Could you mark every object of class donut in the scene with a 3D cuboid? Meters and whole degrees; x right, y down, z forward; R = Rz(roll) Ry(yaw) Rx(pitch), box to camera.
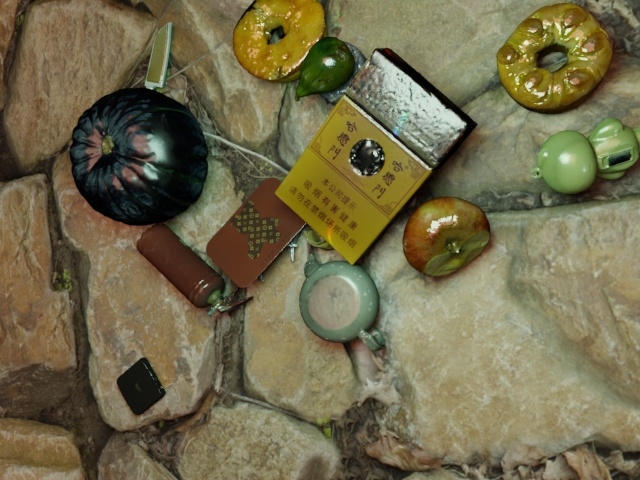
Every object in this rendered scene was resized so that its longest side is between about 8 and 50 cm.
[{"bbox_3d":[0.493,-0.379,1.230,0.227,0.114,0.226,-1,87,20],"label":"donut"},{"bbox_3d":[-0.098,-0.517,1.461,0.254,0.118,0.253,-1,88,23],"label":"donut"}]

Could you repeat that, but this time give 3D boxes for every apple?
[{"bbox_3d":[0.268,-0.014,1.266,0.195,0.173,0.160,-36,78,11],"label":"apple"}]

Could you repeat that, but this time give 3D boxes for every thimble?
[{"bbox_3d":[0.048,-0.404,1.409,0.150,0.098,0.150,-2,86,21],"label":"thimble"}]

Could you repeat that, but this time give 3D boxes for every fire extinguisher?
[{"bbox_3d":[-0.325,0.079,1.531,0.337,0.106,0.147,39,78,17],"label":"fire extinguisher"}]

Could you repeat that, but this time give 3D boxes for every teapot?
[{"bbox_3d":[0.047,0.144,1.369,0.193,0.129,0.294,-45,75,13],"label":"teapot"}]

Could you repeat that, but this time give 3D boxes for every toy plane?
[{"bbox_3d":[-0.156,-0.012,1.488,0.226,0.058,0.226,16,94,24],"label":"toy plane"}]

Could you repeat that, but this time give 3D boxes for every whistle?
[{"bbox_3d":[0.578,-0.190,1.200,0.294,0.141,0.141,-23,79,-1],"label":"whistle"}]

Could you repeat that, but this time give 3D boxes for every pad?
[{"bbox_3d":[-0.158,-0.024,1.458,0.181,0.004,0.267,41,88,26],"label":"pad"}]

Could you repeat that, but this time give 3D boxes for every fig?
[{"bbox_3d":[-0.007,-0.382,1.326,0.177,0.117,0.117,-34,76,25],"label":"fig"}]

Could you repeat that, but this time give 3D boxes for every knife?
[{"bbox_3d":[-0.468,-0.450,1.644,0.061,0.027,0.343,15,95,22],"label":"knife"}]

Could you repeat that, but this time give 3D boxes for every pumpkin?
[{"bbox_3d":[-0.473,-0.214,1.505,0.363,0.266,0.363,-1,86,20],"label":"pumpkin"}]

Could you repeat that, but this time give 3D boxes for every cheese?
[{"bbox_3d":[-0.001,0.001,1.431,0.084,0.060,0.041,25,97,27],"label":"cheese"}]

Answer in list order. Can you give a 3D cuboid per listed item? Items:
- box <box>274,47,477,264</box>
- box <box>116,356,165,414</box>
[{"bbox_3d":[0.116,-0.185,1.300,0.264,0.116,0.415,44,116,10],"label":"box"},{"bbox_3d":[-0.503,0.409,1.617,0.125,0.027,0.126,-39,76,17],"label":"box"}]
